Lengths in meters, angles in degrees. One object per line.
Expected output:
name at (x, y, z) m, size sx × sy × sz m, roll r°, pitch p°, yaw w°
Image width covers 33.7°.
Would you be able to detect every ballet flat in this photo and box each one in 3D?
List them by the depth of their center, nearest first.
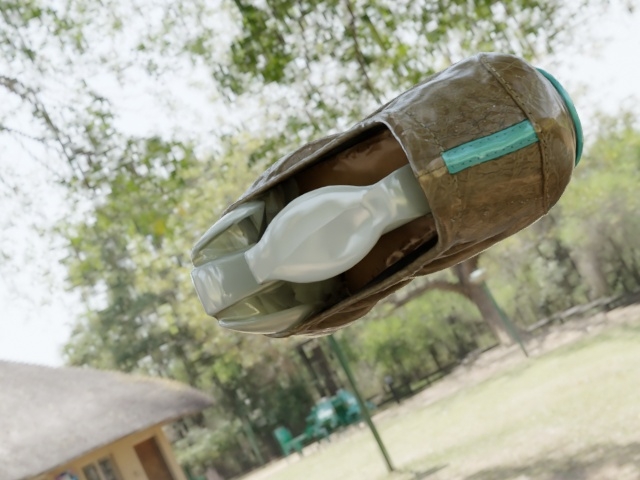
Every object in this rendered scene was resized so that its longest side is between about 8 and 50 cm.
ballet flat at (0.000, 0.000, 0.607) m, size 0.124 × 0.116 × 0.342 m, roll -25°, pitch -1°, yaw -34°
